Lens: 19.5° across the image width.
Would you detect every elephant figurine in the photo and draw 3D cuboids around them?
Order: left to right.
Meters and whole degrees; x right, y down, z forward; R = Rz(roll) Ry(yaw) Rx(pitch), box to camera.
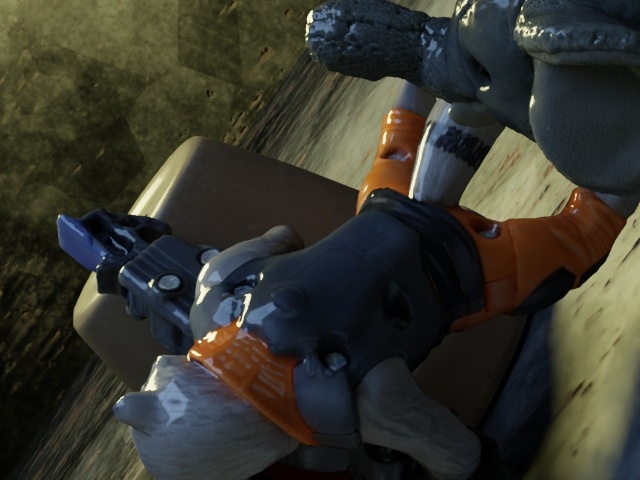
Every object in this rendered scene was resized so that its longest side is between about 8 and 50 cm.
[{"bbox_3d":[0.136,-0.079,0.819,0.186,0.239,0.169,-54,11,16],"label":"elephant figurine"}]

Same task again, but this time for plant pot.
[{"bbox_3d":[-0.025,0.050,1.206,0.263,0.229,0.263,-53,11,15],"label":"plant pot"}]

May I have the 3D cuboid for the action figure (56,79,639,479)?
[{"bbox_3d":[0.000,0.000,0.997,0.330,0.341,0.178,-48,-30,-27],"label":"action figure"}]
